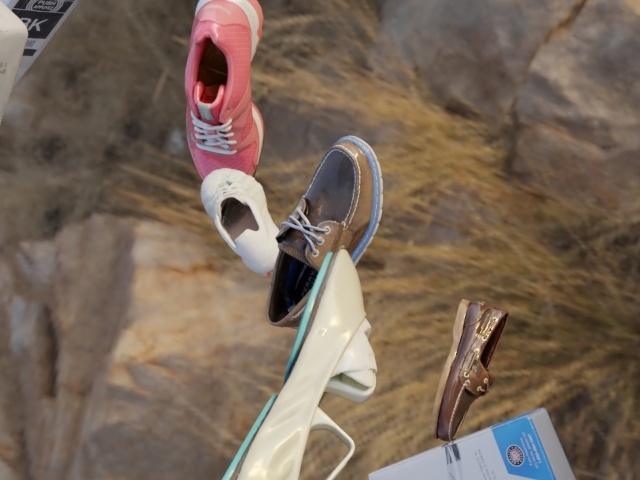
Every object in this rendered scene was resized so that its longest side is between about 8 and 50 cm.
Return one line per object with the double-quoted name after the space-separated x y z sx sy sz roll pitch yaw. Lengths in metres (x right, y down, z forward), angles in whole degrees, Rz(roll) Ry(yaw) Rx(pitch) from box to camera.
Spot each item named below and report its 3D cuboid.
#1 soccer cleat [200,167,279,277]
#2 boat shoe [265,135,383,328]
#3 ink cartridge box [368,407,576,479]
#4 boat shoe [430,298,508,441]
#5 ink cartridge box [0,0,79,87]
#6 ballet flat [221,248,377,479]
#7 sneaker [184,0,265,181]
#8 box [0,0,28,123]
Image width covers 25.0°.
-0.092 -0.035 1.589 0.068 0.076 0.196 -40 39 4 "soccer cleat"
0.000 0.000 1.218 0.066 0.066 0.183 31 120 31 "boat shoe"
0.166 0.272 1.501 0.191 0.082 0.139 -24 82 22 "ink cartridge box"
0.205 0.179 1.981 0.073 0.073 0.207 12 72 15 "boat shoe"
-0.200 -0.261 1.029 0.333 0.065 0.165 -41 62 41 "ink cartridge box"
-0.004 0.122 1.080 0.086 0.086 0.248 -10 46 50 "ballet flat"
-0.149 -0.186 1.981 0.136 0.116 0.313 -67 -19 -55 "sneaker"
-0.167 -0.047 0.462 0.087 0.101 0.102 42 125 25 "box"
